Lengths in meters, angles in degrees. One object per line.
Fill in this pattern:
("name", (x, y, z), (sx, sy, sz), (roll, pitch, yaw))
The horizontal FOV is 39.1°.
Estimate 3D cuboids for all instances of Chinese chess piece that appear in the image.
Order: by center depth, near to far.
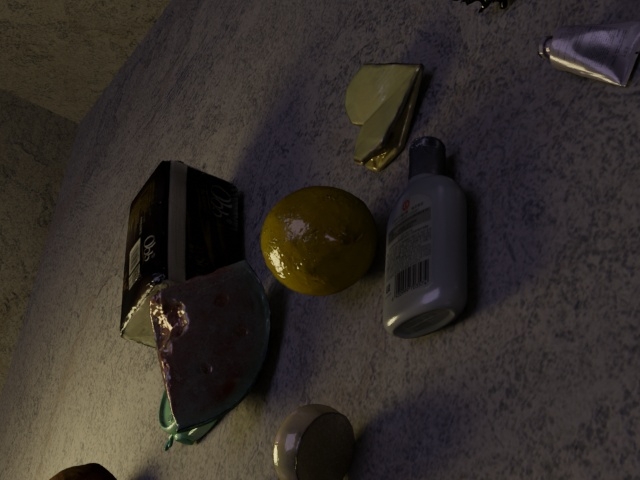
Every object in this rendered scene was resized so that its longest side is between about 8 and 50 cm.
("Chinese chess piece", (-0.009, 0.281, 1.214), (0.051, 0.122, 0.122), (7, 73, 43))

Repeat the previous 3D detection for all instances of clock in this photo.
("clock", (-0.250, 0.306, 1.698), (0.211, 0.066, 0.159), (-51, 29, 28))

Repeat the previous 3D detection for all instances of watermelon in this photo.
("watermelon", (-0.209, 0.187, 1.572), (0.148, 0.226, 0.318), (115, 176, -66))

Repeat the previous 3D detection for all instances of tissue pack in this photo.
("tissue pack", (-0.288, 0.034, 1.841), (0.210, 0.198, 0.370), (-44, 34, 32))

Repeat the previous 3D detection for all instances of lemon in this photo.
("lemon", (0.000, 0.000, 1.370), (0.206, 0.173, 0.173), (2, 70, 64))

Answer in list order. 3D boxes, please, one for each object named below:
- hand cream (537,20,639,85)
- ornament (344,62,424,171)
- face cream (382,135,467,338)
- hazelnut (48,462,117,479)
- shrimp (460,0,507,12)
("hand cream", (0.332, -0.233, 1.108), (0.142, 0.053, 0.084), (20, 87, 48))
("ornament", (0.113, -0.226, 1.488), (0.180, 0.059, 0.201), (-44, 37, 35))
("face cream", (0.142, -0.014, 1.234), (0.144, 0.071, 0.291), (-35, 40, 44))
("hazelnut", (-0.472, 0.557, 1.788), (0.208, 0.208, 0.208), (-42, 35, 39))
("shrimp", (0.305, -0.467, 1.317), (0.289, 0.075, 0.178), (-47, 24, 34))
